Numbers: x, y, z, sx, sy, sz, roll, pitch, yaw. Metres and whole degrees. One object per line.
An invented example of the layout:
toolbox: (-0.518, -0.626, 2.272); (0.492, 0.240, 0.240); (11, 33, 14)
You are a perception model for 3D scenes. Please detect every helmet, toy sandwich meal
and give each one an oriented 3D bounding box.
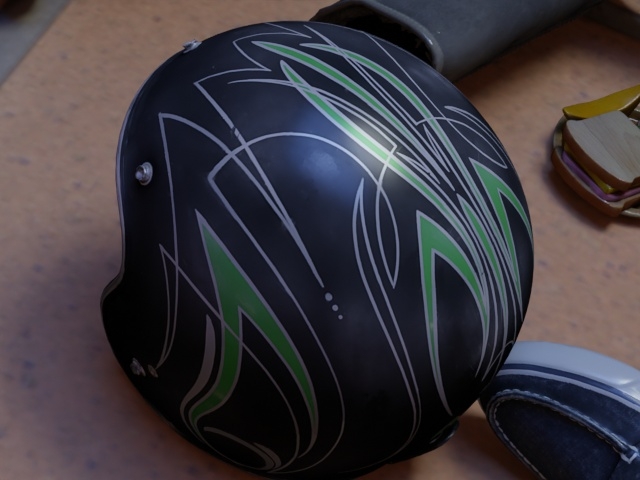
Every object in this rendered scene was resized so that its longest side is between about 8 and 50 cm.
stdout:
helmet: (0.000, 0.000, 0.707); (0.169, 0.161, 0.169); (8, 48, -9)
toy sandwich meal: (0.149, -0.044, 0.879); (0.085, 0.029, 0.085); (8, 48, -9)

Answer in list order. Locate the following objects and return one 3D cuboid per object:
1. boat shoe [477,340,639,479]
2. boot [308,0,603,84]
boat shoe: (0.129, 0.113, 0.711); (0.183, 0.065, 0.083); (32, 50, 11)
boot: (0.117, -0.127, 0.866); (0.208, 0.190, 0.076); (-20, 96, -38)
